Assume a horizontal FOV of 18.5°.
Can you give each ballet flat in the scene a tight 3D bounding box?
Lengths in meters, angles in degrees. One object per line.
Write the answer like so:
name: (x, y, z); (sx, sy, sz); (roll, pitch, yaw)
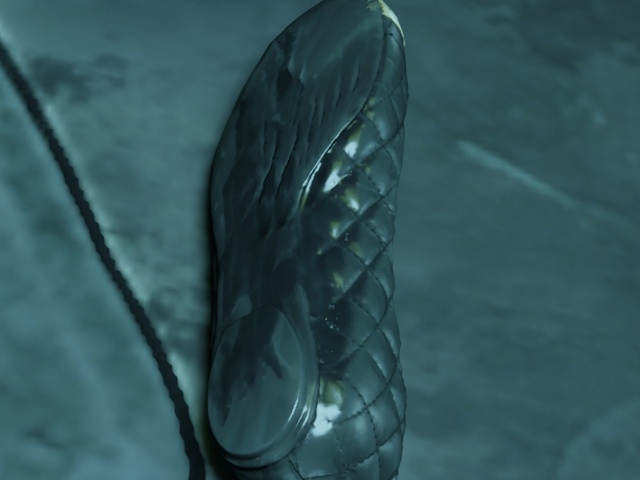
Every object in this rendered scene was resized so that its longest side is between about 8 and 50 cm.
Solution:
ballet flat: (0.000, 0.000, 0.549); (0.049, 0.057, 0.173); (43, 42, -39)
